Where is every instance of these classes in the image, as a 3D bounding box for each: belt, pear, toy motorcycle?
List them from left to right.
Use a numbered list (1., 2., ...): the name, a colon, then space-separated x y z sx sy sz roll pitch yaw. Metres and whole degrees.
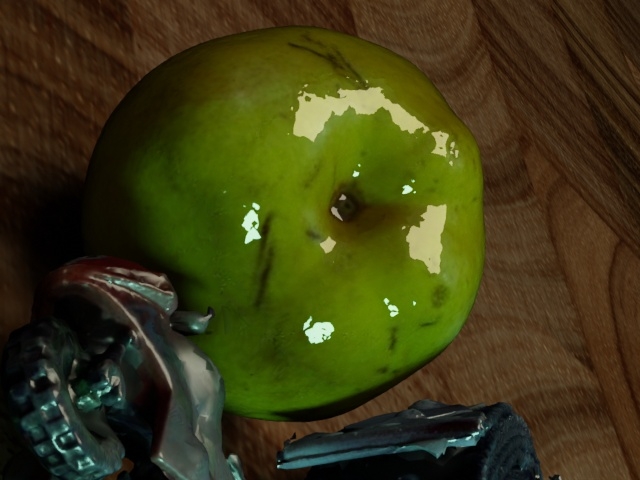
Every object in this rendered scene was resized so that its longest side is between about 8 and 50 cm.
1. toy motorcycle: -0.072 0.090 0.708 0.122 0.082 0.213 -91 157 -45
2. pear: -0.019 -0.007 0.803 0.200 0.200 0.200 48 23 -28
3. belt: 0.067 0.140 0.831 0.218 0.128 0.122 8 73 -79
